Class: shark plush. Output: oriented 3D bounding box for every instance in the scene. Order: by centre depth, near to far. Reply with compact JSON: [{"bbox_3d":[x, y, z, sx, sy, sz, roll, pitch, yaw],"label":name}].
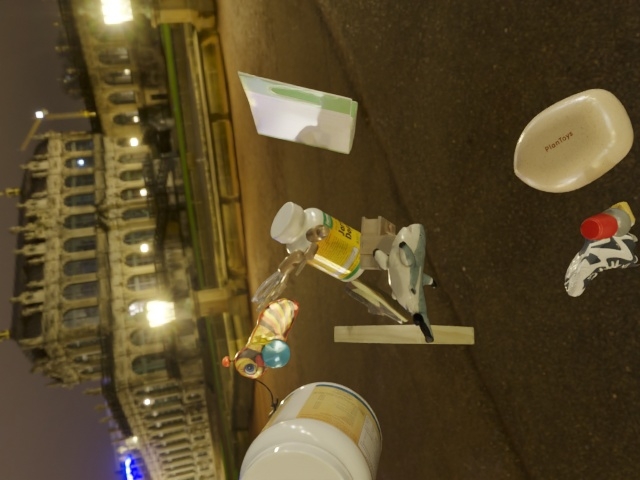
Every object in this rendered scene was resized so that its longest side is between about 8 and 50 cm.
[{"bbox_3d":[0.136,0.058,0.792,0.073,0.067,0.161,-40,66,55],"label":"shark plush"}]

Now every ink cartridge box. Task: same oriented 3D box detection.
[{"bbox_3d":[-0.028,-0.214,0.911,0.235,0.171,0.056,86,-162,-78],"label":"ink cartridge box"}]

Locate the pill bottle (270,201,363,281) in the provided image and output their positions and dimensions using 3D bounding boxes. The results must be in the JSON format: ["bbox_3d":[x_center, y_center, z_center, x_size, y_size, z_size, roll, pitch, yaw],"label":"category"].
[{"bbox_3d":[0.000,0.000,1.265,0.117,0.208,0.117,-44,31,34],"label":"pill bottle"}]

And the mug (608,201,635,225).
[{"bbox_3d":[0.862,-0.069,1.653,0.062,0.078,0.064,-42,51,34],"label":"mug"}]

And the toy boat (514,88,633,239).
[{"bbox_3d":[0.571,-0.150,1.258,0.267,0.148,0.318,-29,76,49],"label":"toy boat"}]

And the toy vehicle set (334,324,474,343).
[{"bbox_3d":[0.175,0.205,1.254,0.267,0.166,0.035,-12,73,52],"label":"toy vehicle set"}]

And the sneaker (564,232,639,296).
[{"bbox_3d":[0.762,0.064,1.533,0.235,0.153,0.094,-63,-4,-14],"label":"sneaker"}]

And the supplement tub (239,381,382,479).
[{"bbox_3d":[-0.008,0.257,0.658,0.200,0.144,0.144,-19,-78,-79],"label":"supplement tub"}]

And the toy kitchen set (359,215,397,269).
[{"bbox_3d":[0.108,0.009,0.928,0.075,0.068,0.083,22,-111,-62],"label":"toy kitchen set"}]

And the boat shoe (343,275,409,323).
[{"bbox_3d":[0.171,0.191,1.783,0.073,0.223,0.080,-50,7,20],"label":"boat shoe"}]

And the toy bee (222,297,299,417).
[{"bbox_3d":[-0.156,0.279,1.439,0.195,0.162,0.298,116,165,-61],"label":"toy bee"}]

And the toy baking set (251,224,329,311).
[{"bbox_3d":[-0.062,0.048,1.097,0.030,0.197,0.256,43,174,-6],"label":"toy baking set"}]
